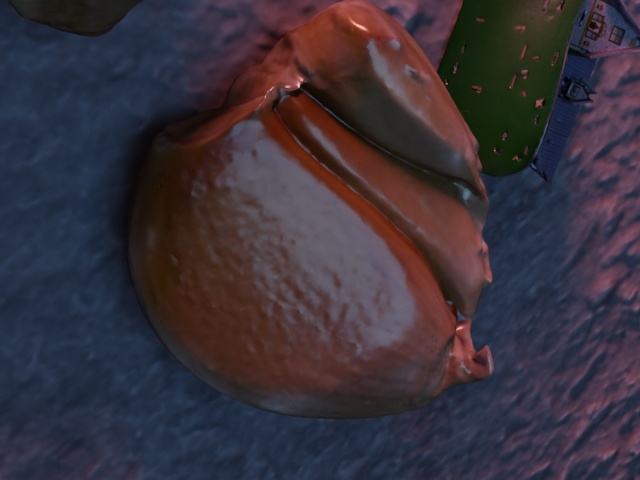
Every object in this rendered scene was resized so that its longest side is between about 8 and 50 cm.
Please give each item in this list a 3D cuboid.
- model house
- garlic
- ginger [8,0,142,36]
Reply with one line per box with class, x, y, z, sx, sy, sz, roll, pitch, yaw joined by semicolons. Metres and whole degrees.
model house;0.145;-0.115;0.719;0.088;0.117;0.167;14;96;-35
garlic;0.000;0.000;0.686;0.217;0.110;0.228;-34;106;-1
ginger;-0.110;-0.236;0.526;0.221;0.130;0.275;-43;119;-3
